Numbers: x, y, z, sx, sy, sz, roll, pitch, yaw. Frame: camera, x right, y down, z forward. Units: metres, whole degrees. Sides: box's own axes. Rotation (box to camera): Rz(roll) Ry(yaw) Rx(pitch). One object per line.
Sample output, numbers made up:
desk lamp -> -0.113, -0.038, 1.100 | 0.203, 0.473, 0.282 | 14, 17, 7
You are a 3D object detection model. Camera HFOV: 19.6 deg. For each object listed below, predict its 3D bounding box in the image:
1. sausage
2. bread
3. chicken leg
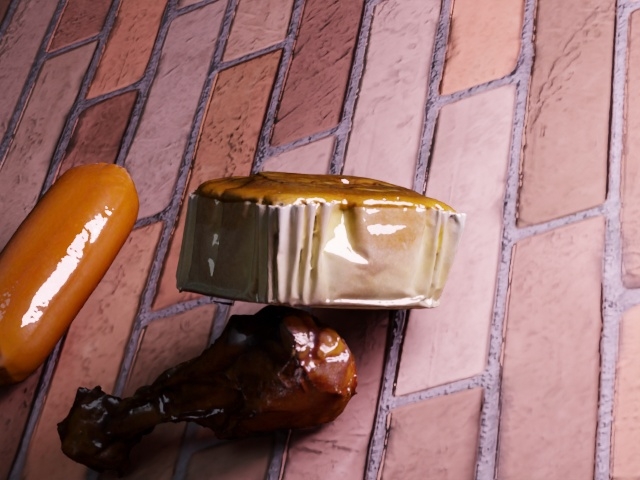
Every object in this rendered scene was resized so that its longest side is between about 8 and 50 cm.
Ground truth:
sausage -> -0.275, 0.030, 1.867 | 0.105, 0.105, 0.274 | 0, 47, 41
bread -> -0.002, -0.001, 1.562 | 0.192, 0.210, 0.110 | 10, 97, 58
chicken leg -> -0.103, 0.129, 1.591 | 0.304, 0.113, 0.093 | -18, 16, 29
